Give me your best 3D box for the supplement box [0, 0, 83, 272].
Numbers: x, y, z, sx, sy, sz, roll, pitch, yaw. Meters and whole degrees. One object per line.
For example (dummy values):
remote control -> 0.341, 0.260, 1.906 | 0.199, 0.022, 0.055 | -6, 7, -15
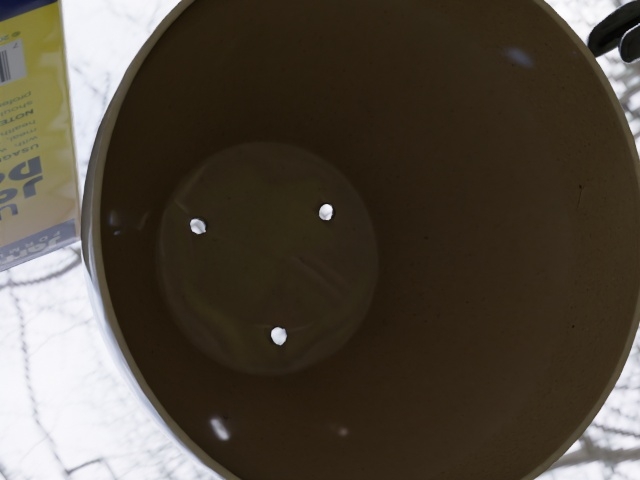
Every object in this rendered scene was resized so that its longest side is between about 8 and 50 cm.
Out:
supplement box -> -0.264, -0.111, 0.980 | 0.195, 0.356, 0.194 | -22, -108, -13

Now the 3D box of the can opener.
can opener -> 0.243, -0.157, 1.166 | 0.186, 0.059, 0.073 | -32, -65, -51

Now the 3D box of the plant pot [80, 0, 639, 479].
plant pot -> 0.000, 0.000, 0.882 | 0.284, 0.191, 0.284 | 2, -95, -20
